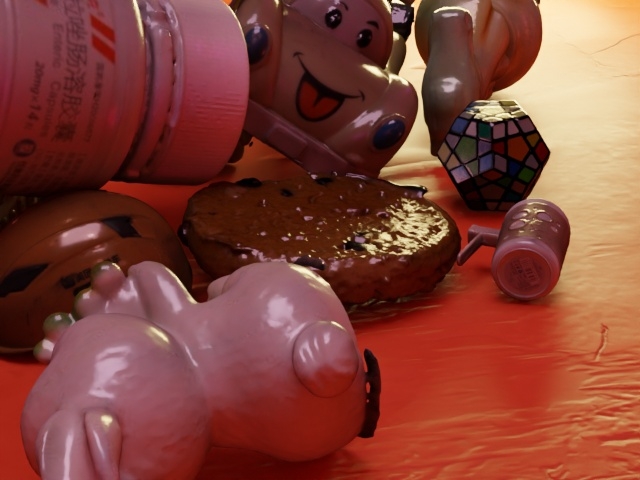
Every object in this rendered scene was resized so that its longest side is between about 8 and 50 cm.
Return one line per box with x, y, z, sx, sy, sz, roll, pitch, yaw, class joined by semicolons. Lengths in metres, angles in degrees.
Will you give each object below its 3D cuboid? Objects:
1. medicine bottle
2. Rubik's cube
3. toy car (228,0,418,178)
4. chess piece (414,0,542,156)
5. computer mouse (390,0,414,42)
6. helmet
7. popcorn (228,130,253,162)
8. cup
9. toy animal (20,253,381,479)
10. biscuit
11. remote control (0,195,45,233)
-0.262;-0.169;1.757;0.325;0.256;0.256;4;18;-33;medicine bottle
0.195;-0.096;1.904;0.112;0.133;0.133;34;35;9;Rubik's cube
0.008;-0.229;1.985;0.242;0.226;0.336;33;20;-13;toy car
0.181;-0.230;2.119;0.175;0.176;0.298;3;26;13;chess piece
0.026;-0.259;2.224;0.231;0.071;0.126;-25;30;30;computer mouse
-0.241;0.021;1.684;0.224;0.130;0.198;-13;24;-18;helmet
-0.170;-0.142;2.048;0.141;0.162;0.135;-7;49;53;popcorn
0.201;0.004;1.717;0.102;0.074;0.099;26;30;1;cup
-0.110;0.135;1.358;0.310;0.183;0.247;-18;29;-29;toy animal
0.000;0.002;1.753;0.296;0.075;0.296;3;21;-1;biscuit
-0.349;-0.061;1.879;0.055;0.103;0.277;11;31;16;remote control
